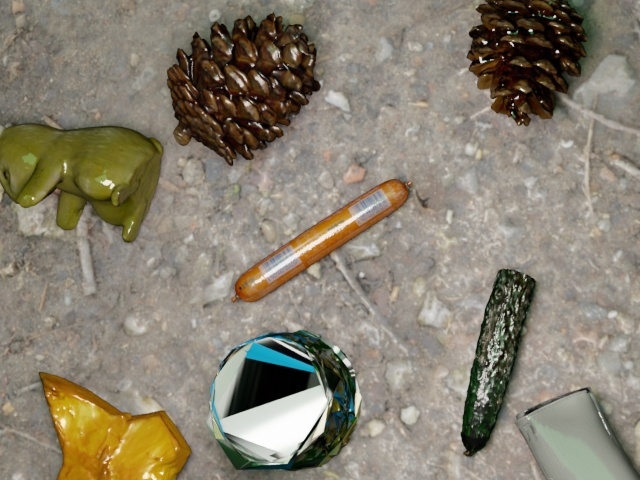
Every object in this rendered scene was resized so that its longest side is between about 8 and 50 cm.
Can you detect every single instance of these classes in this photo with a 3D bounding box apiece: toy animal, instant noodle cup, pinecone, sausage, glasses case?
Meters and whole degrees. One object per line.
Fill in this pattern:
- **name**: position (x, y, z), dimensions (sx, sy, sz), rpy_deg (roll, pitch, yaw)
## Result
- **toy animal**: position (-0.446, -0.112, 1.635), dimensions (0.363, 0.181, 0.180), rpy_deg (6, 73, 8)
- **instant noodle cup**: position (-0.061, 0.241, 1.512), dimensions (0.240, 0.178, 0.240), rpy_deg (-2, 80, 9)
- **pinecone**: position (-0.128, -0.249, 1.588), dimensions (0.272, 0.224, 0.224), rpy_deg (-40, 77, -4)
- **sausage**: position (0.000, 0.000, 1.608), dimensions (0.348, 0.053, 0.053), rpy_deg (-33, 77, 1)
- **glasses case**: position (0.416, 0.367, 1.472), dimensions (0.128, 0.083, 0.308), rpy_deg (-29, 77, -4)
- **pinecone**: position (0.316, -0.289, 1.555), dimensions (0.179, 0.184, 0.205), rpy_deg (12, 107, -14)

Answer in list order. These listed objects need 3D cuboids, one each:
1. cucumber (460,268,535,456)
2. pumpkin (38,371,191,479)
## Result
- **cucumber**: position (0.266, 0.190, 1.532), dimensions (0.067, 0.067, 0.294), rpy_deg (15, 83, 10)
- **pumpkin**: position (-0.337, 0.364, 1.573), dimensions (0.258, 0.095, 0.290), rpy_deg (2, 77, 13)
